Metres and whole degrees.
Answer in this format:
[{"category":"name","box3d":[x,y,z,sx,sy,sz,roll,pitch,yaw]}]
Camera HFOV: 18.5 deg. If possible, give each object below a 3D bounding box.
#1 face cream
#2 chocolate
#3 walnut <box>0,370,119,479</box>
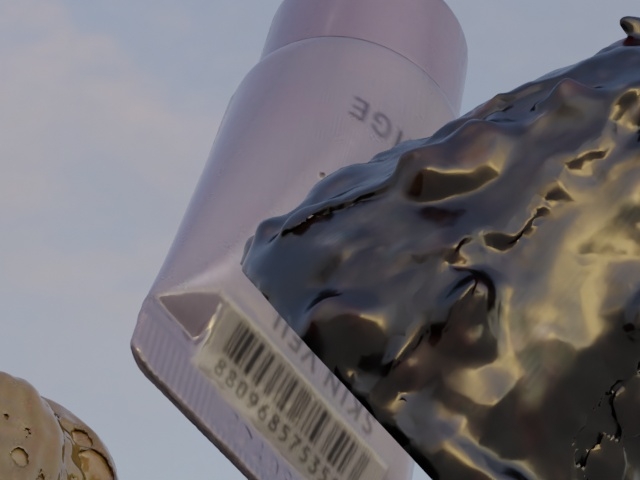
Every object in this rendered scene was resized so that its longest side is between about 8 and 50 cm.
[{"category":"face cream","box3d":[0.000,0.000,0.772,0.096,0.274,0.154,-21,-56,27]},{"category":"chocolate","box3d":[0.071,0.011,0.501,0.133,0.156,0.156,-44,-39,1]},{"category":"walnut","box3d":[-0.218,0.190,1.218,0.198,0.245,0.198,-5,-41,-4]}]
